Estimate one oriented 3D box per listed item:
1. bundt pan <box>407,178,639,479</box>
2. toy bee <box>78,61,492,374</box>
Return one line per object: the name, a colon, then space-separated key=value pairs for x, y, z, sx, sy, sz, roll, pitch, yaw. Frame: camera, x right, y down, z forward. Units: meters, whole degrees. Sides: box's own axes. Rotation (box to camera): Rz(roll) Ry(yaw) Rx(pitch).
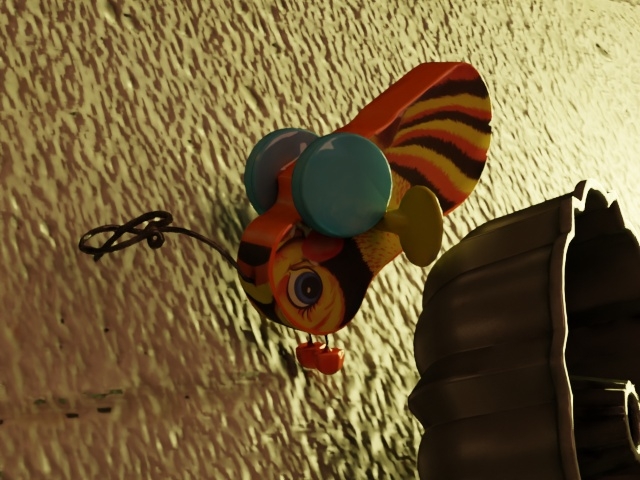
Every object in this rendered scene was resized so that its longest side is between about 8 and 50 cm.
bundt pan: x=0.154 y=0.131 z=1.106 sx=0.331 sy=0.124 sz=0.331 roll=-11 pitch=90 yaw=-67
toy bee: x=0.000 y=0.000 z=1.140 sx=0.195 sy=0.298 sz=0.162 roll=-120 pitch=-172 yaw=-72
